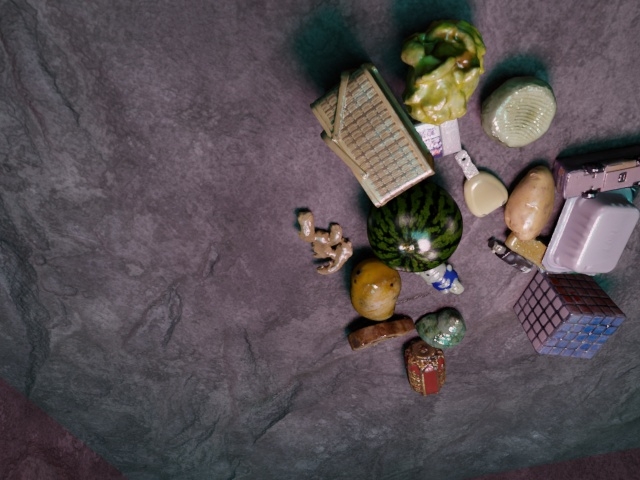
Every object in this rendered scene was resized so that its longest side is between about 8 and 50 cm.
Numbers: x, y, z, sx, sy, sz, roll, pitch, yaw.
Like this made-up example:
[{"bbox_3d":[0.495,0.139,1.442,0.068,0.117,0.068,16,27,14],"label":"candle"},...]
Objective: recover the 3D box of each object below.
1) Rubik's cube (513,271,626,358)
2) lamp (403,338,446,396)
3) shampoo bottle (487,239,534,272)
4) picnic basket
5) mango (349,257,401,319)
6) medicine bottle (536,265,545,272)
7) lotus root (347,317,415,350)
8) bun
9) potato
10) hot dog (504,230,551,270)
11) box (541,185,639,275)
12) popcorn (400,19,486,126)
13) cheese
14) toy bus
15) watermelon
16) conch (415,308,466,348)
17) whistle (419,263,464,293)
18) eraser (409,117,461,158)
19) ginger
[{"bbox_3d":[0.914,0.275,1.612,0.237,0.238,0.237,8,126,-10],"label":"Rubik's cube"},{"bbox_3d":[0.443,0.537,1.829,0.177,0.177,0.274,-12,130,5],"label":"lamp"},{"bbox_3d":[0.673,0.055,1.529,0.207,0.063,0.057,26,121,-24],"label":"shampoo bottle"},{"bbox_3d":[0.128,-0.267,1.075,0.175,0.228,0.313,-31,102,23],"label":"picnic basket"},{"bbox_3d":[0.192,0.182,1.536,0.176,0.175,0.329,15,150,12],"label":"mango"},{"bbox_3d":[0.885,0.064,1.564,0.191,0.051,0.051,-22,127,12],"label":"medicine bottle"},{"bbox_3d":[0.230,0.363,1.687,0.260,0.074,0.170,-22,158,17],"label":"lotus root"},{"bbox_3d":[0.524,-0.350,1.164,0.195,0.118,0.195,-6,127,-8],"label":"bun"},{"bbox_3d":[0.654,-0.112,1.356,0.161,0.128,0.235,-30,127,-28],"label":"potato"},{"bbox_3d":[0.736,0.022,1.503,0.242,0.073,0.084,25,119,-23],"label":"hot dog"},{"bbox_3d":[0.915,-0.014,1.422,0.264,0.106,0.337,1,117,-14],"label":"box"},{"bbox_3d":[0.294,-0.403,1.038,0.255,0.195,0.256,13,100,-64],"label":"popcorn"},{"bbox_3d":[0.481,-0.184,1.332,0.127,0.054,0.251,-35,123,17],"label":"cheese"},{"bbox_3d":[0.867,-0.213,1.294,0.317,0.138,0.112,-8,123,2],"label":"toy bus"},{"bbox_3d":[0.277,-0.042,1.291,0.285,0.285,0.285,-2,128,-3],"label":"watermelon"},{"bbox_3d":[0.487,0.349,1.710,0.176,0.122,0.188,36,116,0],"label":"conch"},{"bbox_3d":[0.435,0.131,1.549,0.244,0.092,0.110,36,113,-27],"label":"whistle"},{"bbox_3d":[0.282,-0.285,1.224,0.210,0.068,0.124,-16,124,8],"label":"eraser"},{"bbox_3d":[0.015,-0.005,1.429,0.149,0.065,0.259,-27,121,0],"label":"ginger"}]
